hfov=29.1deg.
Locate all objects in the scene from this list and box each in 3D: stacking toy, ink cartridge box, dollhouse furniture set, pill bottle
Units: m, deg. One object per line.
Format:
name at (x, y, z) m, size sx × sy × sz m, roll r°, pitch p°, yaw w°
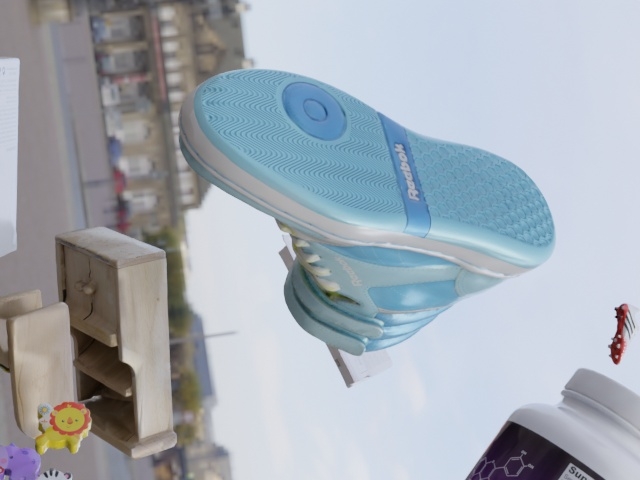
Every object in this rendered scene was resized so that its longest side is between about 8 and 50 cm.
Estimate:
stacking toy at (-0.337, 0.215, 1.185) m, size 0.167 × 0.221 × 0.052 m, roll 110°, pitch -24°, yaw -51°
ink cartridge box at (0.004, 0.083, 1.404) m, size 0.181 × 0.056 × 0.225 m, roll 63°, pitch 13°, yaw 6°
dollhouse furniture set at (-0.386, 0.154, 1.450) m, size 0.362 × 0.394 × 0.256 m, roll 18°, pitch -66°, yaw 48°
pill bottle at (0.216, 0.291, 1.220) m, size 0.181 × 0.323 × 0.181 m, roll 36°, pitch -10°, yaw 7°

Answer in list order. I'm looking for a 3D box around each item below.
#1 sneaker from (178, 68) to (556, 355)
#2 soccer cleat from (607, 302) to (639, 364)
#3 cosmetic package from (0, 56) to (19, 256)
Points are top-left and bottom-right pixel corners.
sneaker at (0.000, 0.000, 0.925) m, size 0.208 × 0.319 × 0.127 m, roll -41°, pitch -138°, yaw 40°
soccer cleat at (0.402, 0.124, 1.621) m, size 0.029 × 0.036 × 0.083 m, roll 165°, pitch -64°, yaw -69°
cosmetic package at (-0.461, -0.094, 1.356) m, size 0.138 × 0.224 × 0.224 m, roll -63°, pitch 156°, yaw -79°
